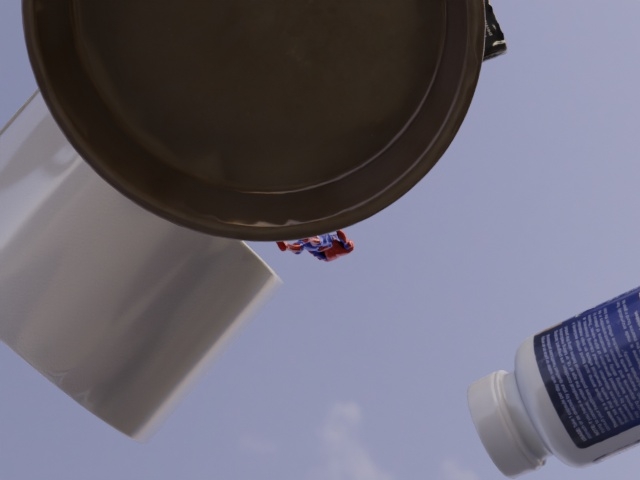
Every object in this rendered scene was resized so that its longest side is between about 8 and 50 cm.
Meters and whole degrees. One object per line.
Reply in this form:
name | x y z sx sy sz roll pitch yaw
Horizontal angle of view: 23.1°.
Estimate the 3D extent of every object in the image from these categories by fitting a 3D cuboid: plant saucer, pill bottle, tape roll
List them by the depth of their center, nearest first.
pill bottle | 0.132 0.065 0.722 0.120 0.067 0.067 -27 -46 18
plant saucer | -0.040 -0.132 0.933 0.278 0.041 0.277 3 -67 8
tape roll | -0.173 0.018 1.212 0.169 0.246 0.246 -50 -48 -4

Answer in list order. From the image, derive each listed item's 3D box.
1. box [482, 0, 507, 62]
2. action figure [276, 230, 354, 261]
box | -0.045 -0.181 1.456 0.294 0.296 0.182 -27 -83 -36
action figure | 0.000 0.000 1.333 0.038 0.030 0.115 -26 -18 19
